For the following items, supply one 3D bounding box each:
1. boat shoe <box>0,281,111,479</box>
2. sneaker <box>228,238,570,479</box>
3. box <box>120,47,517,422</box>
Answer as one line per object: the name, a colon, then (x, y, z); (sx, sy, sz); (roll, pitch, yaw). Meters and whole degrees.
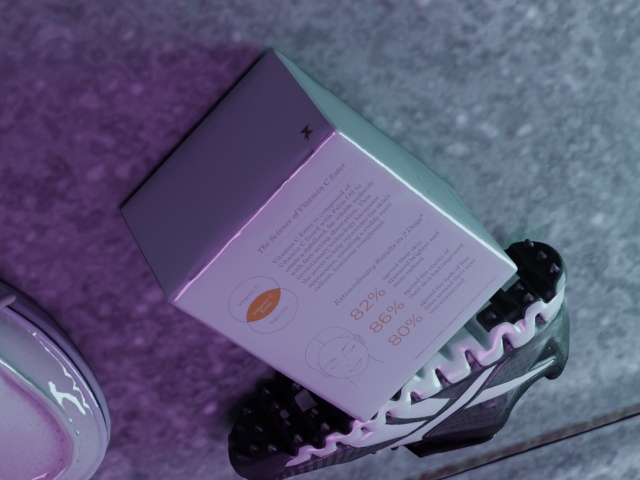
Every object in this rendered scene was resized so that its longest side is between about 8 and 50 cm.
boat shoe: (-0.230, 0.068, 0.979); (0.136, 0.156, 0.367); (-43, 130, 7)
sneaker: (0.058, 0.098, 1.198); (0.234, 0.078, 0.106); (-30, 129, -7)
box: (0.000, 0.000, 1.089); (0.130, 0.091, 0.170); (-46, 131, 10)
